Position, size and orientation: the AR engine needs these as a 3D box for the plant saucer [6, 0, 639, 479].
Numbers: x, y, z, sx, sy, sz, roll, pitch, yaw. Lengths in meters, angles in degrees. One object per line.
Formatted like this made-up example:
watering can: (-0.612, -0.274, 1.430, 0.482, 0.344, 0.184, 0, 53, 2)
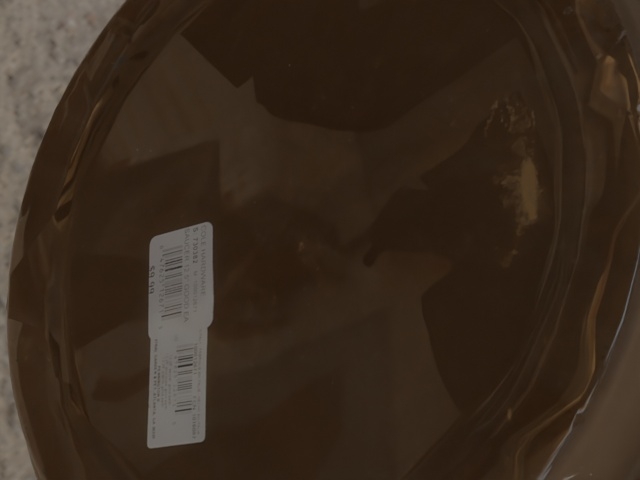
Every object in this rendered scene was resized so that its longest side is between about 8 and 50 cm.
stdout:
plant saucer: (0.000, 0.000, 0.446, 0.041, 0.278, 0.278, 24, 44, -52)
